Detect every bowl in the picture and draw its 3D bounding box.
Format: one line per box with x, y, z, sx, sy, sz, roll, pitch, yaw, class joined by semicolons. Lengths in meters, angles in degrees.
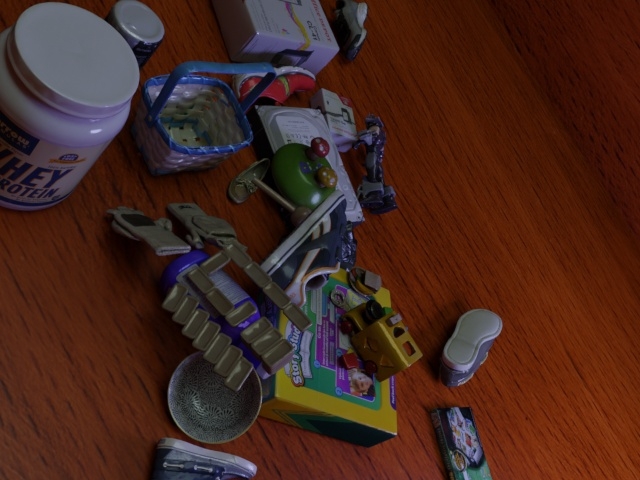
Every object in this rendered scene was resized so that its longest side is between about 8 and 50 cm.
-0.190;0.279;1.283;0.170;0.170;0.080;57;-4;3;bowl

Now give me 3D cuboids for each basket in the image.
-0.254;-0.270;1.455;0.255;0.289;0.201;-12;72;-48;basket

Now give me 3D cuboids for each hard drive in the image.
-0.037;-0.182;1.768;0.237;0.064;0.338;-6;70;-45;hard drive

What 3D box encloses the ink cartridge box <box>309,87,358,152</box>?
0.038;-0.334;1.945;0.109;0.063;0.150;13;55;-37;ink cartridge box

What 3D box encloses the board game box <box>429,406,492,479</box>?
0.349;0.532;1.680;0.136;0.030;0.259;12;56;-41;board game box

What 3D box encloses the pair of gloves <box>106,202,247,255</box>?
-0.284;-0.018;1.375;0.204;0.042;0.240;28;22;34;pair of gloves

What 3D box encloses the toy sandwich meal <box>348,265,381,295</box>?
0.101;0.091;1.589;0.086;0.029;0.085;26;44;-28;toy sandwich meal

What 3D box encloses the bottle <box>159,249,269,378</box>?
-0.181;0.143;1.339;0.283;0.092;0.118;43;43;15;bottle

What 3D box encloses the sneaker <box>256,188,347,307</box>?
-0.015;0.021;1.459;0.127;0.126;0.321;44;49;-3;sneaker

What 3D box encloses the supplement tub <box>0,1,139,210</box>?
-0.471;-0.220;1.190;0.235;0.325;0.235;23;50;-30;supplement tub

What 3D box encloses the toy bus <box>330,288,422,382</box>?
0.128;0.192;1.478;0.202;0.104;0.191;27;46;-27;toy bus

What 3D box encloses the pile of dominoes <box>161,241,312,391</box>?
-0.156;0.141;1.277;0.196;0.040;0.251;-35;65;-24;pile of dominoes

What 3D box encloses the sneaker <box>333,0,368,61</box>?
0.086;-0.667;2.206;0.108;0.100;0.271;17;48;-17;sneaker

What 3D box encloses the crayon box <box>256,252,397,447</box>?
0.011;0.227;1.509;0.313;0.106;0.362;25;48;-28;crayon box

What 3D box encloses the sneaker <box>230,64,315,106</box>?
-0.120;-0.388;1.831;0.279;0.107;0.118;-15;93;-44;sneaker

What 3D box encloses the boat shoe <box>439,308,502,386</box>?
0.393;0.278;1.846;0.109;0.091;0.305;24;32;23;boat shoe

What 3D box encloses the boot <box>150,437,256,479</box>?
-0.205;0.412;1.219;0.190;0.069;0.086;23;56;-21;boot

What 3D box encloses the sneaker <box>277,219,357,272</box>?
0.000;0.000;1.638;0.228;0.087;0.130;20;78;-36;sneaker

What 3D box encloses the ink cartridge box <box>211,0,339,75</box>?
-0.125;-0.597;1.921;0.306;0.131;0.226;-4;67;-43;ink cartridge box

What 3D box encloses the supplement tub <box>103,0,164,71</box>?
-0.420;-0.402;1.465;0.117;0.190;0.117;24;49;-31;supplement tub

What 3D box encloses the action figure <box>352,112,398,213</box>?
0.142;-0.221;1.908;0.185;0.099;0.285;35;49;-61;action figure

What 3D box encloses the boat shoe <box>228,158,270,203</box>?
-0.165;-0.143;1.637;0.056;0.048;0.153;47;41;-8;boat shoe

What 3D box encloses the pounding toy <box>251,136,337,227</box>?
-0.023;-0.156;1.634;0.183;0.110;0.237;48;42;-9;pounding toy
